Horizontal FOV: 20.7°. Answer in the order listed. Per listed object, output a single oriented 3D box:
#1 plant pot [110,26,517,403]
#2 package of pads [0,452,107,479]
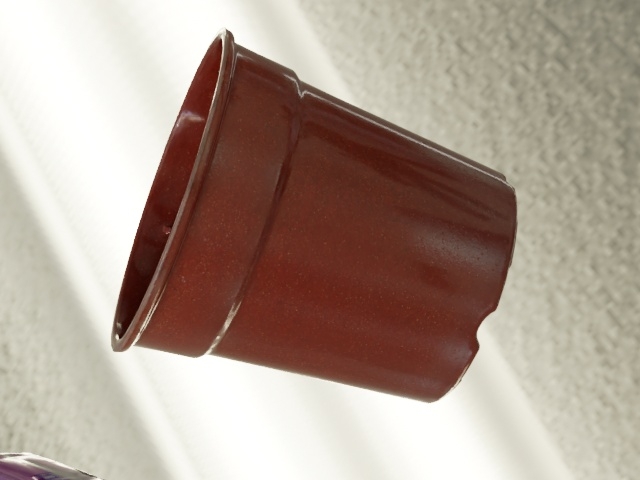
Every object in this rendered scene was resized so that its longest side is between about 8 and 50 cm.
[{"bbox_3d":[0.000,0.000,1.414,0.265,0.272,0.272,19,-123,-11],"label":"plant pot"},{"bbox_3d":[-0.051,0.085,0.415,0.032,0.083,0.050,4,-81,-61],"label":"package of pads"}]
